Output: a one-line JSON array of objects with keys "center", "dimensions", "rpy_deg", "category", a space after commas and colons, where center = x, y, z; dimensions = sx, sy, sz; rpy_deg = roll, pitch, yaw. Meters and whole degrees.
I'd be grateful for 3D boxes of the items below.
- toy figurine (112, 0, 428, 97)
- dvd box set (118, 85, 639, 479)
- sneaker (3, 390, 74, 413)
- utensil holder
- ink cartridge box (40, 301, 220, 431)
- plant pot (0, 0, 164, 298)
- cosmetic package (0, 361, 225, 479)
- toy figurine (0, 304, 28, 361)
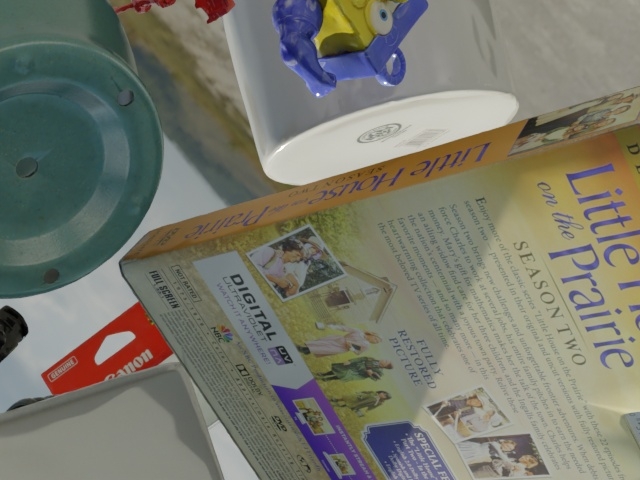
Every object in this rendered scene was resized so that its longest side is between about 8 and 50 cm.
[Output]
[{"center": [0.012, -0.240, 1.031], "dimensions": [0.191, 0.362, 0.217], "rpy_deg": [-11, 125, 46], "category": "toy figurine"}, {"center": [0.092, 0.083, 0.801], "dimensions": [0.307, 0.420, 0.062], "rpy_deg": [59, -141, -21], "category": "dvd box set"}, {"center": [-0.384, 0.303, 1.512], "dimensions": [0.147, 0.295, 0.104], "rpy_deg": [6, -143, -42], "category": "sneaker"}, {"center": [0.034, -0.292, 1.322], "dimensions": [0.327, 0.328, 0.385], "rpy_deg": [52, -156, -77], "category": "utensil holder"}, {"center": [-0.291, 0.235, 1.786], "dimensions": [0.239, 0.275, 0.060], "rpy_deg": [55, -171, 10], "category": "ink cartridge box"}, {"center": [-0.243, -0.099, 0.796], "dimensions": [0.255, 0.271, 0.271], "rpy_deg": [40, 171, 45], "category": "plant pot"}, {"center": [-0.234, 0.363, 1.067], "dimensions": [0.329, 0.327, 0.393], "rpy_deg": [130, 121, -71], "category": "cosmetic package"}, {"center": [-0.381, 0.040, 1.022], "dimensions": [0.210, 0.213, 0.148], "rpy_deg": [16, -149, 12], "category": "toy figurine"}]
